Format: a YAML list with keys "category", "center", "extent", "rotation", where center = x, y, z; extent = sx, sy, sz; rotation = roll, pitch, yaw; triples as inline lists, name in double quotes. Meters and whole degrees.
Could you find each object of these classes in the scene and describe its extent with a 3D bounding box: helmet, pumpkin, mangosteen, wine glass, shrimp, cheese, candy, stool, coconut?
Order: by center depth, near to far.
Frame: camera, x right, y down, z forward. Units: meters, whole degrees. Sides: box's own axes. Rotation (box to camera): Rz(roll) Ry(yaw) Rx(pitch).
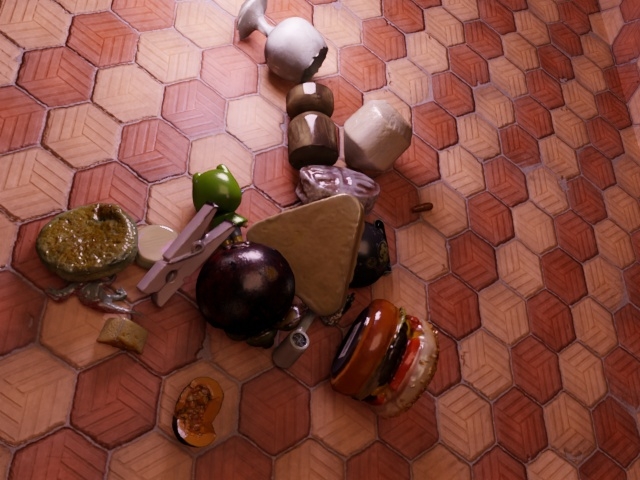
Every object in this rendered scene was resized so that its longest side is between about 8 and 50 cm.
- category: "pumpkin"
  center: [-0.337, 0.469, 1.523]
  extent: [0.118, 0.107, 0.184]
  rotation: [26, 51, -19]
- category: "mangosteen"
  center: [-0.209, 0.153, 1.629]
  extent: [0.310, 0.311, 0.312]
  rotation: [9, 63, -19]
- category: "cheese"
  center: [-0.457, 0.009, 1.710]
  extent: [0.227, 0.064, 0.137]
  rotation: [-15, 77, -27]
- category: "cheese"
  center: [0.001, 0.001, 1.764]
  extent: [0.383, 0.104, 0.385]
  rotation: [0, 88, 11]
- category: "shrimp"
  center: [0.055, 0.209, 1.857]
  extent: [0.091, 0.034, 0.161]
  rotation: [46, 58, 3]
- category: "helmet"
  center: [0.107, 0.020, 1.881]
  extent: [0.278, 0.160, 0.231]
  rotation: [30, 65, 1]
- category: "candy"
  center: [0.057, -0.168, 1.944]
  extent: [0.289, 0.157, 0.214]
  rotation: [9, 32, -18]
- category: "stool"
  center: [-0.032, -0.402, 2.019]
  extent: [0.179, 0.179, 0.264]
  rotation: [7, 65, -21]
- category: "coconut"
  center: [0.194, -0.372, 2.071]
  extent: [0.237, 0.266, 0.237]
  rotation: [39, 17, -14]
- category: "wine glass"
  center: [-0.139, -0.744, 2.101]
  extent: [0.322, 0.238, 0.238]
  rotation: [36, 58, 2]

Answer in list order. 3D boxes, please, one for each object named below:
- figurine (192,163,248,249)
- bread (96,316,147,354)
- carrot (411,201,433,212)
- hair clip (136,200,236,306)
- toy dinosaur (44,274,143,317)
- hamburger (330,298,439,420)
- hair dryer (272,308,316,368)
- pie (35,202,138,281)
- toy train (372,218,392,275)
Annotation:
- category: "figurine"
  center: [-0.312, -0.104, 1.783]
  extent: [0.162, 0.143, 0.264]
  rotation: [-19, 87, 7]
- category: "bread"
  center: [-0.546, 0.265, 1.580]
  extent: [0.109, 0.080, 0.084]
  rotation: [44, 49, -43]
- category: "carrot"
  center: [0.390, -0.126, 2.162]
  extent: [0.093, 0.032, 0.032]
  rotation: [-13, 72, -22]
- category: "hair clip"
  center: [-0.392, 0.039, 1.653]
  extent: [0.331, 0.085, 0.101]
  rotation: [-50, 128, -12]
- category: "toy dinosaur"
  center: [-0.615, 0.166, 1.575]
  extent: [0.242, 0.053, 0.167]
  rotation: [42, 59, -1]
- category: "hamburger"
  center: [0.195, 0.351, 1.685]
  extent: [0.250, 0.330, 0.330]
  rotation: [31, 58, -1]
- category: "hair dryer"
  center: [-0.051, 0.277, 1.740]
  extent: [0.073, 0.131, 0.236]
  rotation: [38, 44, 0]
- category: "pie"
  center: [-0.651, 0.004, 1.596]
  extent: [0.276, 0.079, 0.277]
  rotation: [1, 52, -1]
- category: "toy train"
  center: [0.215, 0.021, 2.006]
  extent: [0.043, 0.047, 0.208]
  rotation: [4, 64, -22]
